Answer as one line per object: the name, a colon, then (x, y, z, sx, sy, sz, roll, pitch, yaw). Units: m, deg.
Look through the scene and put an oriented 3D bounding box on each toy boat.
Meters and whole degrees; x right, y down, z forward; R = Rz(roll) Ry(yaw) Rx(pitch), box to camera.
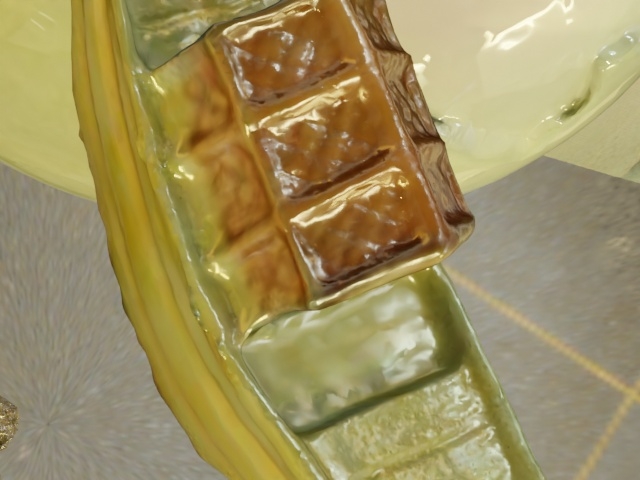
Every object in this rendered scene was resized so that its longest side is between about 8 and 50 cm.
toy boat: (0.000, 0.000, 0.368, 0.065, 0.066, 0.172, -18, 82, -42)

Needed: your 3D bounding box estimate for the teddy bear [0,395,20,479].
teddy bear: (-0.242, 0.099, 1.046, 0.160, 0.078, 0.119, 8, 49, -9)

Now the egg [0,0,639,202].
egg: (-0.012, -0.090, 0.495, 0.217, 0.183, 0.183, 15, 83, 10)

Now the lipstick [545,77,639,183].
lipstick: (0.097, -0.097, 0.973, 0.080, 0.371, 0.076, -48, 59, 22)
